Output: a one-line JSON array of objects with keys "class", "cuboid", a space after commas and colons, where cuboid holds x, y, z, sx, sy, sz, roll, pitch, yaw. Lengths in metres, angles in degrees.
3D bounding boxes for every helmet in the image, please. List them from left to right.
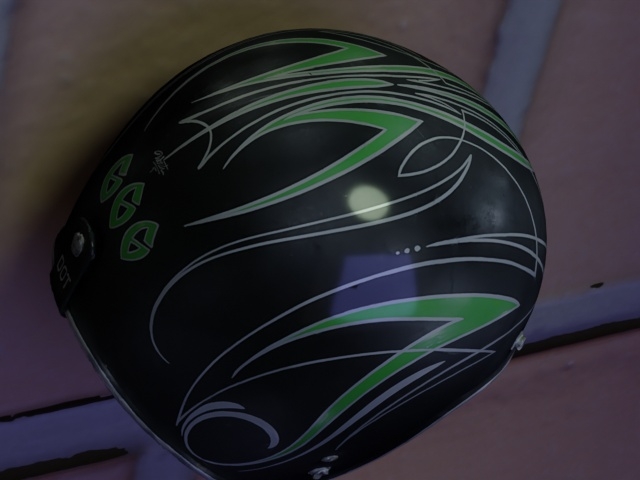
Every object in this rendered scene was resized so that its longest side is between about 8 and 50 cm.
[{"class": "helmet", "cuboid": [0.000, 0.000, 0.744, 0.161, 0.169, 0.169, -36, 143, 16]}]
